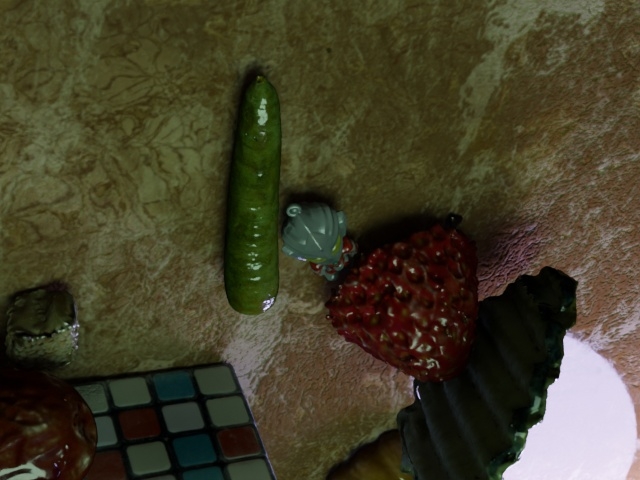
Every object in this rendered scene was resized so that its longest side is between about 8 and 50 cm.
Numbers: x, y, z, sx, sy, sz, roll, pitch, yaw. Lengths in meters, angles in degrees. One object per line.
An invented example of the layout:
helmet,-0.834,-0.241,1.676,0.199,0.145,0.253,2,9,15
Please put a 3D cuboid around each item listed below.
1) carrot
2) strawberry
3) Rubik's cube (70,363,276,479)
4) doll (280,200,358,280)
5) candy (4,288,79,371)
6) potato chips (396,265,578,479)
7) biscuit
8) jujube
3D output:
carrot,-0.082,-0.053,1.804,0.074,0.074,0.358,-9,131,-15
strawberry,0.147,0.101,1.955,0.234,0.178,0.234,-22,143,-18
Rubik's cube,-0.215,0.351,1.984,0.253,0.256,0.259,-5,131,-18
doll,0.000,0.000,1.890,0.094,0.079,0.180,-31,146,5
candy,-0.351,0.116,1.841,0.095,0.085,0.110,-3,136,-6
potato chips,0.222,0.193,1.927,0.070,0.429,0.358,34,101,-12
biscuit,0.149,0.429,2.318,0.326,0.107,0.325,-11,130,-13
jujube,-0.419,0.262,1.815,0.290,0.197,0.197,-14,136,14
